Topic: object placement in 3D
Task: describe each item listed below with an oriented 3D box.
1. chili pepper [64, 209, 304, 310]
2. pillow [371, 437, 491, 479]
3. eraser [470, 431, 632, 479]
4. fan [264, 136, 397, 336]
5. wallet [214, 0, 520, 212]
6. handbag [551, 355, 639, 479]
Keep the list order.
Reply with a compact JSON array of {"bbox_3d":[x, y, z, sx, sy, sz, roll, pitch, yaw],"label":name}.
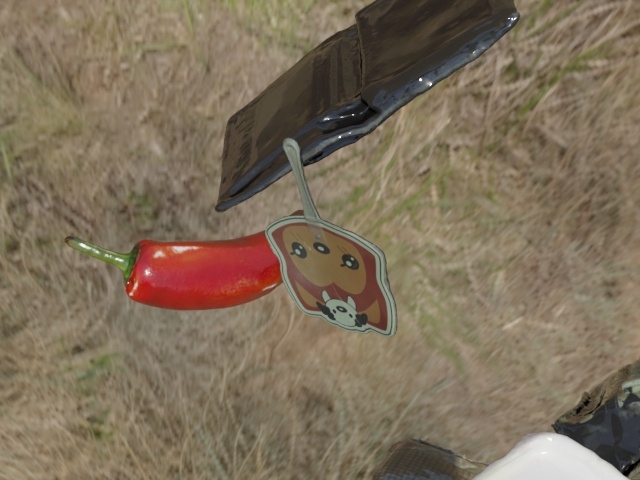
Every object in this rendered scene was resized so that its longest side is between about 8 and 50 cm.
[{"bbox_3d":[-0.126,0.027,1.718,0.368,0.092,0.137,-4,33,-43],"label":"chili pepper"},{"bbox_3d":[0.183,0.325,1.910,0.211,0.135,0.034,13,112,17],"label":"pillow"},{"bbox_3d":[0.076,0.263,0.559,0.096,0.404,0.098,-27,43,-32],"label":"eraser"},{"bbox_3d":[0.000,0.000,1.242,0.132,0.220,0.009,12,45,33],"label":"fan"},{"bbox_3d":[0.034,-0.153,1.300,0.323,0.247,0.041,-35,114,16],"label":"wallet"},{"bbox_3d":[0.513,0.171,1.796,0.416,0.316,0.180,-32,77,17],"label":"handbag"}]
